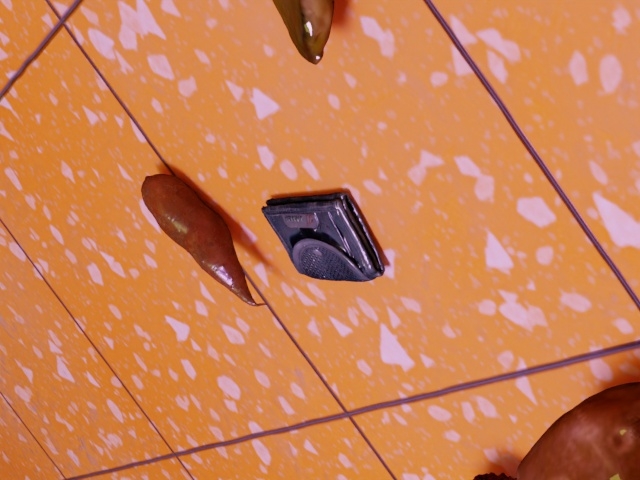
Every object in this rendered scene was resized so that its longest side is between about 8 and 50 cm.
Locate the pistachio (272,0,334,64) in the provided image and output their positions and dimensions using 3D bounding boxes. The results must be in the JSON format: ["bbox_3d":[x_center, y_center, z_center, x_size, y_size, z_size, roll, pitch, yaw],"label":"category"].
[{"bbox_3d":[-0.021,-0.215,1.048,0.173,0.049,0.089,65,173,-26],"label":"pistachio"}]

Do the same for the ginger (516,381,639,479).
[{"bbox_3d":[0.227,0.238,1.102,0.165,0.172,0.321,-101,0,-46],"label":"ginger"}]

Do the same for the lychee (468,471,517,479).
[{"bbox_3d":[0.160,0.274,1.282,0.123,0.129,0.123,-25,59,51],"label":"lychee"}]

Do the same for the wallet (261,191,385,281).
[{"bbox_3d":[0.000,0.000,1.281,0.129,0.026,0.088,-2,121,55],"label":"wallet"}]

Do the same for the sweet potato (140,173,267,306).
[{"bbox_3d":[-0.116,-0.002,1.408,0.195,0.056,0.056,47,152,25],"label":"sweet potato"}]
